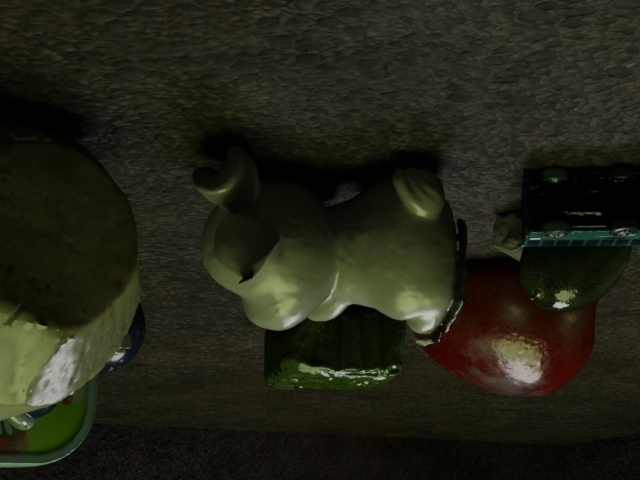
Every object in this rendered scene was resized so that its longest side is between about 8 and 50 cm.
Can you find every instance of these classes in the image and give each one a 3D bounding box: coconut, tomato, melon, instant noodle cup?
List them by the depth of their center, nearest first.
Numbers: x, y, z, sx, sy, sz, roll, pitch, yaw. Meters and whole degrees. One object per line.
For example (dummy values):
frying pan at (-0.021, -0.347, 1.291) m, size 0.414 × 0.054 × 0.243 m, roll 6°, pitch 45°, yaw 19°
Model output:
coconut at (-0.341, 0.035, 1.243) m, size 0.323 × 0.323 × 0.323 m, roll -1°, pitch 165°, yaw 0°
melon at (0.303, 0.023, 1.510) m, size 0.167 × 0.114 × 0.114 m, roll -41°, pitch -176°, yaw -27°
tomato at (0.270, 0.148, 1.913) m, size 0.290 × 0.176 × 0.335 m, roll 3°, pitch 166°, yaw -5°
instant noodle cup at (-0.519, 0.218, 1.989) m, size 0.294 × 0.294 × 0.308 m, roll 6°, pitch 170°, yaw -26°

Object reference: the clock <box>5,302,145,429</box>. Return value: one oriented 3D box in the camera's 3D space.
clock at (-0.363, 0.145, 1.791) m, size 0.243 × 0.146 × 0.199 m, roll -37°, pitch -155°, yaw -1°

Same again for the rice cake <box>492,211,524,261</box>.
rice cake at (0.293, 0.016, 1.650) m, size 0.057 × 0.052 × 0.256 m, roll 30°, pitch -177°, yaw 33°

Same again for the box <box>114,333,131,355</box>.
box at (-0.382, 0.071, 1.576) m, size 0.145 × 0.173 × 0.333 m, roll 14°, pitch 159°, yaw -43°

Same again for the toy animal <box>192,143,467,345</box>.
toy animal at (-0.002, 0.005, 1.380) m, size 0.310 × 0.182 × 0.247 m, roll 8°, pitch 158°, yaw -13°

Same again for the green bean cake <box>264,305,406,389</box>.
green bean cake at (0.025, 0.185, 2.114) m, size 0.222 × 0.125 × 0.248 m, roll 2°, pitch 164°, yaw -10°

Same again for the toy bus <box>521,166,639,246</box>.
toy bus at (0.308, -0.035, 1.422) m, size 0.160 × 0.079 × 0.092 m, roll -1°, pitch 166°, yaw 5°
